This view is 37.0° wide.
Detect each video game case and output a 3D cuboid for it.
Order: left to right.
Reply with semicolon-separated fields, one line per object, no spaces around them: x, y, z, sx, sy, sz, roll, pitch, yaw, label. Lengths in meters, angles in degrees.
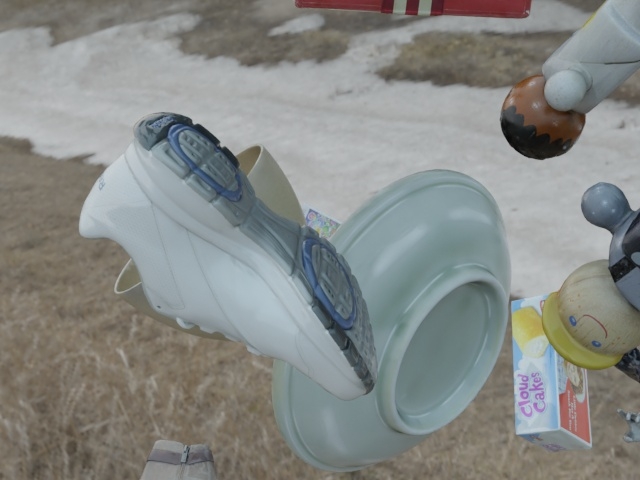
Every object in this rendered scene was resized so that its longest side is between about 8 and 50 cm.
0.000;0.000;1.578;0.122;0.087;0.011;29;7;35;video game case

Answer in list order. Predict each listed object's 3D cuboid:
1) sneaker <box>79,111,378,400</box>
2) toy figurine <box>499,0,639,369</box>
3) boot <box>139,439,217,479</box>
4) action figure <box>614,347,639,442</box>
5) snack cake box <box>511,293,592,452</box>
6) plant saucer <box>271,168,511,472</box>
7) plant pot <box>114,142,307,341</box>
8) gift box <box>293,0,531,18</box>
-0.068;0.030;0.796;0.129;0.297;0.111;-38;15;23;sneaker
0.209;-0.029;0.518;0.209;0.148;0.213;6;56;-26;toy figurine
-0.154;0.229;0.886;0.118;0.042;0.087;1;60;3;boot
0.434;0.195;1.128;0.164;0.141;0.276;-48;30;18;action figure
0.437;0.253;1.811;0.089;0.152;0.264;-14;59;32;snack cake box
0.122;0.117;1.145;0.400;0.401;0.100;-34;43;-30;plant saucer
-0.118;0.030;1.334;0.284;0.191;0.284;-41;17;15;plant pot
0.062;-0.356;0.924;0.276;0.255;0.258;7;20;-5;gift box
